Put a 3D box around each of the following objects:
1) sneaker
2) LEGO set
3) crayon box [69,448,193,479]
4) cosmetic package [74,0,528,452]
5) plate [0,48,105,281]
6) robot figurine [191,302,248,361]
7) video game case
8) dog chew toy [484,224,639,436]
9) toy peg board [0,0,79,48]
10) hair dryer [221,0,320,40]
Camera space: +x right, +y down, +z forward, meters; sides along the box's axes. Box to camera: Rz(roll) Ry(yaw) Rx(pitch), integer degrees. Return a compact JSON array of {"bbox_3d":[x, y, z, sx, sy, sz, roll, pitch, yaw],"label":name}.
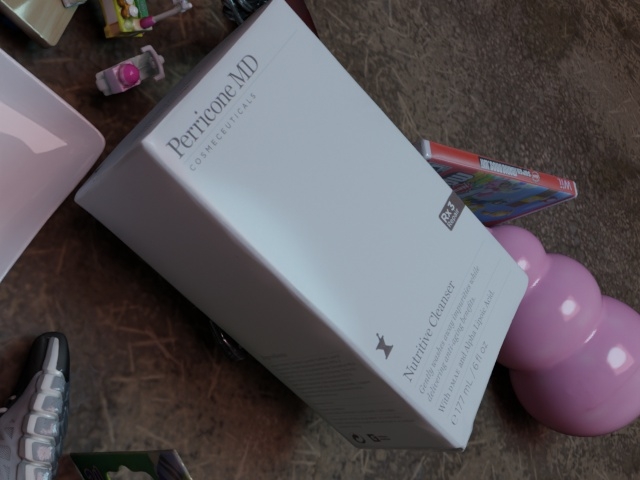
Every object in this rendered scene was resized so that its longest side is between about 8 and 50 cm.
[{"bbox_3d":[-0.273,0.169,0.573,0.132,0.086,0.228,5,52,-13],"label":"sneaker"},{"bbox_3d":[-0.205,-0.286,0.675,0.132,0.107,0.287,-55,127,-43],"label":"LEGO set"},{"bbox_3d":[-0.112,0.324,0.578,0.083,0.203,0.323,-33,99,-41],"label":"crayon box"},{"bbox_3d":[0.000,0.000,0.688,0.385,0.156,0.217,44,55,-21],"label":"cosmetic package"},{"bbox_3d":[-0.358,-0.073,0.594,0.278,0.045,0.277,42,55,-24],"label":"plate"},{"bbox_3d":[-0.063,-0.005,0.799,0.211,0.085,0.291,-2,77,-40],"label":"robot figurine"},{"bbox_3d":[0.153,-0.054,0.917,0.285,0.204,0.025,7,70,-39],"label":"video game case"},{"bbox_3d":[0.312,0.113,1.018,0.332,0.206,0.206,47,52,-9],"label":"dog chew toy"},{"bbox_3d":[-0.305,-0.288,0.698,0.160,0.079,0.161,44,52,-42],"label":"toy peg board"},{"bbox_3d":[-0.064,-0.234,0.831,0.293,0.080,0.223,46,32,-47],"label":"hair dryer"}]
